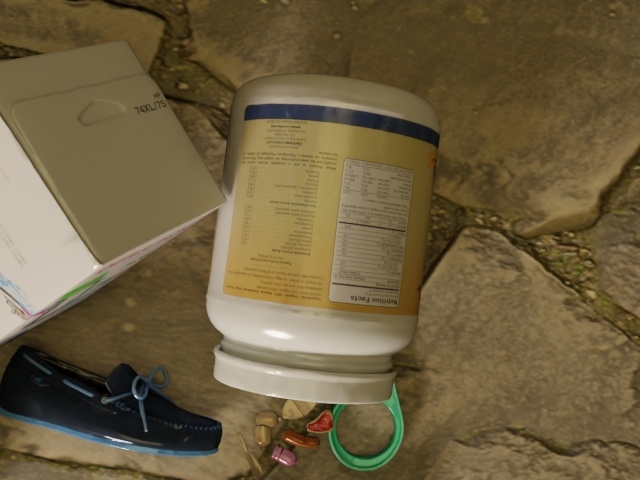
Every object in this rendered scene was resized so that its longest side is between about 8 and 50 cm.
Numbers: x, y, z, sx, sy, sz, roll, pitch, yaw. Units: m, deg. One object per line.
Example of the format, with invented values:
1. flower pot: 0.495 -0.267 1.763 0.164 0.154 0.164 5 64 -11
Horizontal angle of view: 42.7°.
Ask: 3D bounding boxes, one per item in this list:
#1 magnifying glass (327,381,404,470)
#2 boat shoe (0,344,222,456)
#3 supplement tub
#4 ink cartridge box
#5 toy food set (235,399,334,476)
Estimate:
1. magnifying glass: 0.068 0.161 0.983 0.092 0.026 0.231 12 88 -4
2. boat shoe: -0.233 0.179 0.919 0.258 0.109 0.089 14 85 -6
3. supplement tub: 0.000 0.000 0.877 0.228 0.228 0.316 7 89 -5
4. ink cartridge box: -0.279 -0.035 0.809 0.270 0.198 0.197 -31 92 34
5. toy food set: -0.034 0.227 0.970 0.122 0.019 0.078 -28 85 3
